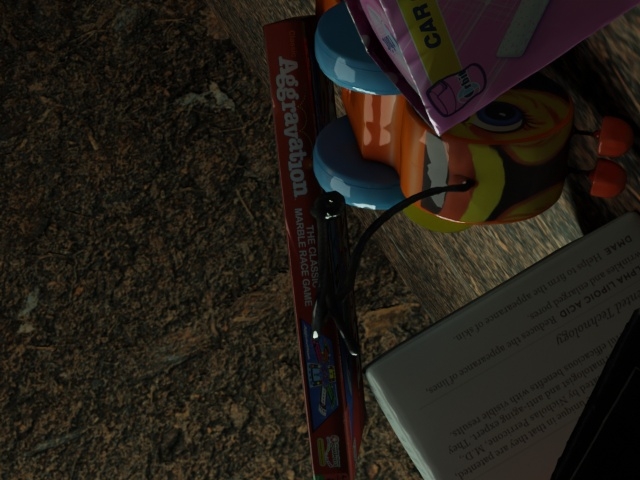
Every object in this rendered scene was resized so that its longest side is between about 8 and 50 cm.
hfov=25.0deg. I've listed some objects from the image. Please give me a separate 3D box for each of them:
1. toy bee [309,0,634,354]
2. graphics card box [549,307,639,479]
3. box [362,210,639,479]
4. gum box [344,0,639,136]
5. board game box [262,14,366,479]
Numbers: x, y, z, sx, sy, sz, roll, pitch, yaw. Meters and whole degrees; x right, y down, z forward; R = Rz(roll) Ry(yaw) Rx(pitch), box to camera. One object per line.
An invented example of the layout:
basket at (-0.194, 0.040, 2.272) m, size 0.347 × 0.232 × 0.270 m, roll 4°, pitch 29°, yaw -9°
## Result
toy bee at (0.074, -0.057, 0.761) m, size 0.195 × 0.162 × 0.298 m, roll 94°, pitch 177°, yaw -61°
graphics card box at (0.195, 0.155, 0.537) m, size 0.233 × 0.094 × 0.371 m, roll 26°, pitch 169°, yaw 17°
box at (0.130, 0.083, 0.883) m, size 0.119 × 0.182 × 0.181 m, roll 59°, pitch 178°, yaw 4°
gum box at (0.047, -0.138, 0.508) m, size 0.062 × 0.107 × 0.188 m, roll 55°, pitch 177°, yaw 39°
board game box at (0.000, 0.000, 0.916) m, size 0.145 × 0.027 × 0.281 m, roll -68°, pitch -28°, yaw -79°
